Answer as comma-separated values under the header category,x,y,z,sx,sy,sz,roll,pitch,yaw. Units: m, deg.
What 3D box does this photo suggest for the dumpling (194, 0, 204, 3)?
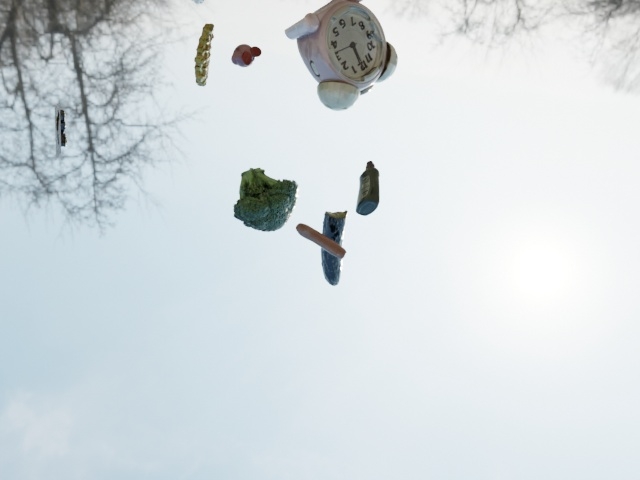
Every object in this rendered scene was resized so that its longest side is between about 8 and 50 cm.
category,x,y,z,sx,sy,sz,roll,pitch,yaw
dumpling,-0.473,-0.786,1.704,0.315,0.233,0.395,42,-176,20

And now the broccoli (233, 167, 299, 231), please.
category,x,y,z,sx,sy,sz,roll,pitch,yaw
broccoli,-0.225,-0.174,2.459,0.308,0.275,0.308,-19,175,-2

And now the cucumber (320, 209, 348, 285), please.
category,x,y,z,sx,sy,sz,roll,pitch,yaw
cucumber,0.039,0.032,1.926,0.081,0.303,0.072,-4,-143,-12

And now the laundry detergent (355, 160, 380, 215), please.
category,x,y,z,sx,sy,sz,roll,pitch,yaw
laundry detergent,0.188,-0.216,2.368,0.078,0.144,0.221,15,-124,-19

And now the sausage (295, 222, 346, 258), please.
category,x,y,z,sx,sy,sz,roll,pitch,yaw
sausage,0.000,0.000,1.795,0.186,0.043,0.043,32,-159,-23

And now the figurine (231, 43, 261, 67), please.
category,x,y,z,sx,sy,sz,roll,pitch,yaw
figurine,-0.223,-0.550,1.762,0.083,0.067,0.071,-33,-158,-36

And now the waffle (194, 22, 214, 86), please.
category,x,y,z,sx,sy,sz,roll,pitch,yaw
waffle,-0.384,-0.618,1.971,0.046,0.191,0.160,11,169,-5

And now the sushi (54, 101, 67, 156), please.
category,x,y,z,sx,sy,sz,roll,pitch,yaw
sushi,-0.980,-0.414,2.251,0.031,0.200,0.139,-2,-177,-32

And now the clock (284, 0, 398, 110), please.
category,x,y,z,sx,sy,sz,roll,pitch,yaw
clock,0.082,-0.629,1.970,0.342,0.325,0.184,-40,-161,-21
